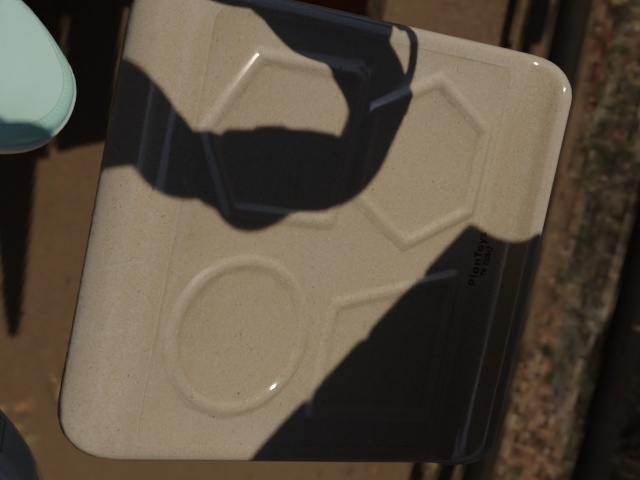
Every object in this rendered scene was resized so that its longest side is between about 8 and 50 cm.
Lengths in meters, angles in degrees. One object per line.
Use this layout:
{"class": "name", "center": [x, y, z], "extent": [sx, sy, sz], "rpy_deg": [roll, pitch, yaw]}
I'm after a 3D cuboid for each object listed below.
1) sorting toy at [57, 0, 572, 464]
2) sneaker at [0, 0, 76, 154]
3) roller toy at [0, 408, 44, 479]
{"class": "sorting toy", "center": [0.000, 0.000, 0.623], "extent": [0.208, 0.038, 0.193], "rpy_deg": [7, 98, -30]}
{"class": "sneaker", "center": [-0.180, -0.119, 0.653], "extent": [0.256, 0.151, 0.094], "rpy_deg": [41, 66, -39]}
{"class": "roller toy", "center": [-0.227, 0.155, 0.703], "extent": [0.146, 0.209, 0.191], "rpy_deg": [-109, -162, -69]}
